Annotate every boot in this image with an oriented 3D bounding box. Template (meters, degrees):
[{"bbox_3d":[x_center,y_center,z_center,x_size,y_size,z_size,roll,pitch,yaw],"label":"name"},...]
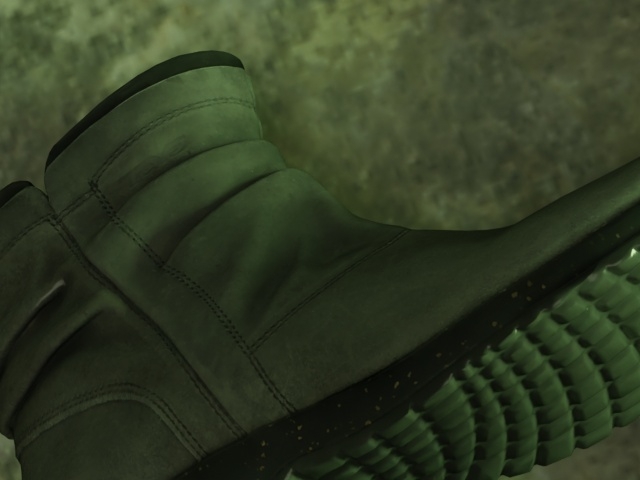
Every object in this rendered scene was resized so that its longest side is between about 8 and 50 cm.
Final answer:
[{"bbox_3d":[0.000,0.000,0.714,0.338,0.118,0.223,-31,57,5],"label":"boot"}]
